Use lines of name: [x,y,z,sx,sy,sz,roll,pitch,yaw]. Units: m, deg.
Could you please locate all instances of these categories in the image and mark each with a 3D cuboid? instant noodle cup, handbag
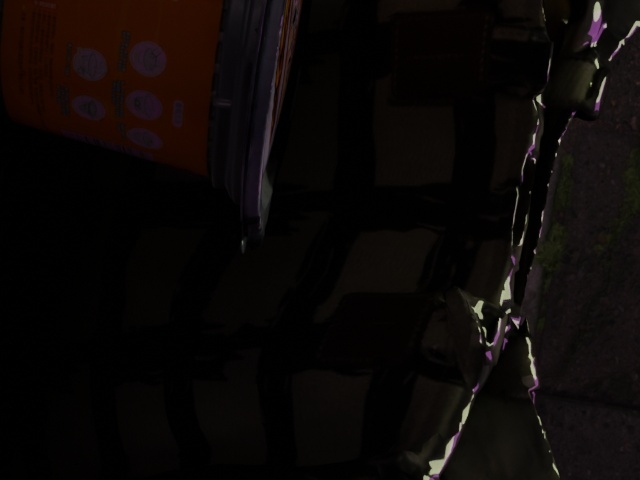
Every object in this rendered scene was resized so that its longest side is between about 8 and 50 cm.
instant noodle cup: [-0.070,-0.105,0.726,0.177,0.125,0.208,-61,160,-83]
handbag: [0.000,0.000,0.867,0.327,0.162,0.325,-10,-117,52]
